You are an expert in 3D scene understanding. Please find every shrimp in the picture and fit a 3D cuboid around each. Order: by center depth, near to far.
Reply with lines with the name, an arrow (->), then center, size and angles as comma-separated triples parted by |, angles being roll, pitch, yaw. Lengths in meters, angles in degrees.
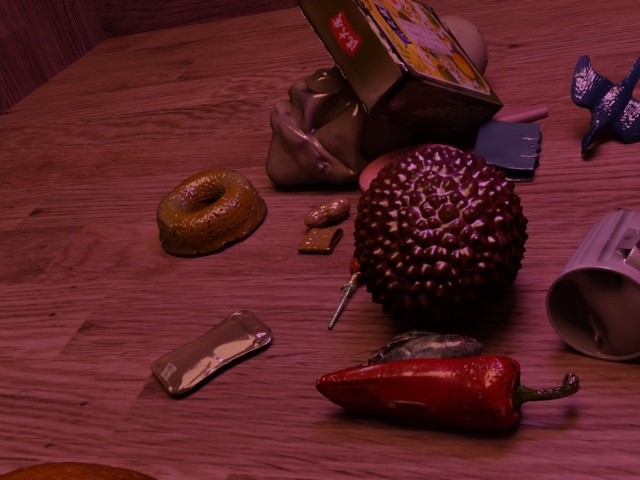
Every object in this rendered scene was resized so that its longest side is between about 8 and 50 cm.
shrimp -> 0.143, 0.187, 1.242 | 0.232, 0.079, 0.090 | -12, 67, 15

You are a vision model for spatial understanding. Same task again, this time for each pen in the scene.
pen -> 0.461, -0.298, 1.921 | 0.197, 0.032, 0.053 | -13, 31, 0

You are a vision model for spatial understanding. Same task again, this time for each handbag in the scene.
handbag -> 0.427, -0.205, 1.769 | 0.144, 0.057, 0.221 | 4, 34, 18

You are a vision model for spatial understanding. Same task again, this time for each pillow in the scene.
pillow -> -0.198, 0.200, 1.417 | 0.217, 0.033, 0.130 | -30, 36, -22

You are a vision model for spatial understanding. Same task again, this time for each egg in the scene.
egg -> 0.346, -0.498, 2.117 | 0.219, 0.219, 0.269 | -9, 33, 11

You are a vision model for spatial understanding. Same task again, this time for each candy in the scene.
candy -> 0.057, 0.092, 1.470 | 0.060, 0.060, 0.201 | 4, 44, 31
candy -> 0.214, -0.126, 1.694 | 0.255, 0.094, 0.255 | -12, 30, 7

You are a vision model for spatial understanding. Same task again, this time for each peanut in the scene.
peanut -> 0.015, -0.060, 1.725 | 0.113, 0.054, 0.054 | -25, 31, -10

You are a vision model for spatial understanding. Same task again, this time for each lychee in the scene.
lychee -> 0.201, -0.007, 1.315 | 0.306, 0.306, 0.330 | -14, 26, 4

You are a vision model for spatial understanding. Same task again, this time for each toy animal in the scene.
toy animal -> 0.652, -0.297, 1.719 | 0.239, 0.255, 0.176 | 32, 13, 3

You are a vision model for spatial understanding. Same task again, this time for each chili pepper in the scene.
chili pepper -> 0.176, 0.219, 1.140 | 0.387, 0.110, 0.110 | -3, 33, 24

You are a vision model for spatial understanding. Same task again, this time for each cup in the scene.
cup -> 0.477, 0.051, 1.188 | 0.221, 0.167, 0.202 | -33, 8, 45

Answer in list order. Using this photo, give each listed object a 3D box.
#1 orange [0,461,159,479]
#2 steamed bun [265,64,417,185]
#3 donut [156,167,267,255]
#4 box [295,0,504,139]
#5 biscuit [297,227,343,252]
orange -> -0.274, 0.403, 0.857 | 0.356, 0.322, 0.322 | -10, 30, -2
steamed bun -> 0.041, -0.303, 1.912 | 0.367, 0.255, 0.342 | 4, 34, 28
donut -> -0.265, -0.075, 1.832 | 0.272, 0.107, 0.272 | -13, 31, 8
box -> 0.191, -0.434, 1.810 | 0.420, 0.138, 0.373 | 2, 52, -48
biscuit -> 0.000, 0.000, 1.664 | 0.081, 0.018, 0.083 | 0, 34, 26
